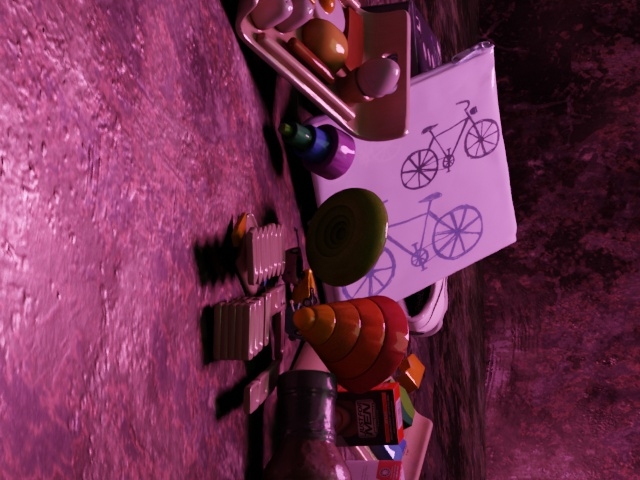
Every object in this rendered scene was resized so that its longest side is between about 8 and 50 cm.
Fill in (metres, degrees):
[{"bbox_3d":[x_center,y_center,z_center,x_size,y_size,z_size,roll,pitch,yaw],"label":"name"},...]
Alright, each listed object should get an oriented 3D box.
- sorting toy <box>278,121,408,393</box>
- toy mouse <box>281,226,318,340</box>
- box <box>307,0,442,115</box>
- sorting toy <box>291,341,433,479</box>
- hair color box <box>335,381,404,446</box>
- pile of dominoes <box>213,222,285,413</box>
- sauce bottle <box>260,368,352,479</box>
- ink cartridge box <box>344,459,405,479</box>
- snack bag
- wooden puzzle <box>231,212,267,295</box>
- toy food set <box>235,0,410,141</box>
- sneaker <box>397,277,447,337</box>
[{"bbox_3d":[0.000,0.000,1.674,0.126,0.127,0.365,24,46,-42],"label":"sorting toy"},{"bbox_3d":[-0.034,0.068,1.729,0.143,0.031,0.161,-39,123,-76],"label":"toy mouse"},{"bbox_3d":[0.084,-0.244,2.058,0.270,0.165,0.143,24,61,-76],"label":"box"},{"bbox_3d":[0.074,0.189,1.880,0.229,0.041,0.307,51,25,-11],"label":"sorting toy"},{"bbox_3d":[0.026,0.212,1.697,0.043,0.141,0.072,-27,111,-76],"label":"hair color box"},{"bbox_3d":[-0.076,0.078,1.555,0.251,0.040,0.196,-25,117,-83],"label":"pile of dominoes"},{"bbox_3d":[-0.014,0.316,1.552,0.111,0.111,0.344,55,34,-66],"label":"sauce bottle"},{"bbox_3d":[0.031,0.319,1.699,0.099,0.135,0.056,-75,160,-55],"label":"ink cartridge box"},{"bbox_3d":[0.122,-0.076,1.946,0.037,0.323,0.342,38,-33,51],"label":"snack bag"},{"bbox_3d":[-0.081,0.015,1.587,0.078,0.014,0.116,-75,158,-45],"label":"wooden puzzle"},{"bbox_3d":[0.013,-0.287,1.745,0.306,0.092,0.220,39,43,-41],"label":"toy food set"},{"bbox_3d":[0.174,0.000,2.463,0.146,0.122,0.330,33,53,-76],"label":"sneaker"}]
